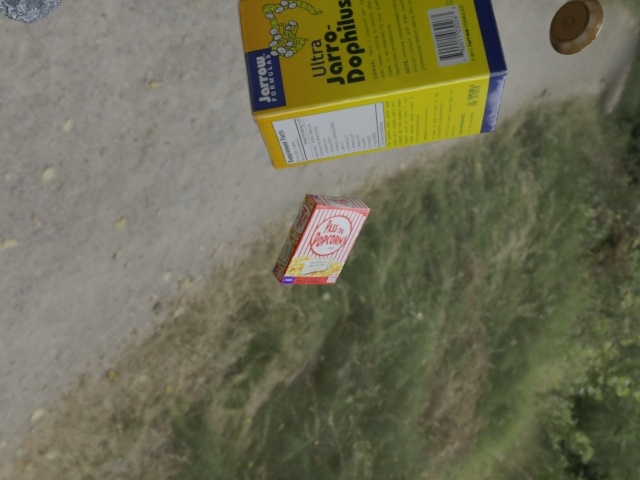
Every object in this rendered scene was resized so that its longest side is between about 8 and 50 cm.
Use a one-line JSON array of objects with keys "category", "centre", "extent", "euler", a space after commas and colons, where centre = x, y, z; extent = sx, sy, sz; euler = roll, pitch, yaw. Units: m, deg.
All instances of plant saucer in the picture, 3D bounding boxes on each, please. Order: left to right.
[{"category": "plant saucer", "centre": [0.338, -0.291, 1.155], "extent": [0.015, 0.083, 0.083], "euler": [16, 111, -39]}]

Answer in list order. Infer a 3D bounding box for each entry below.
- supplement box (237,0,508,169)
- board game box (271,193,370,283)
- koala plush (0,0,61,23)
[{"category": "supplement box", "centre": [0.075, -0.257, 1.283], "extent": [0.194, 0.356, 0.195], "euler": [73, 7, -72]}, {"category": "board game box", "centre": [0.000, 0.000, 1.768], "extent": [0.146, 0.045, 0.193], "euler": [2, 123, -40]}, {"category": "koala plush", "centre": [-0.535, -0.430, 1.352], "extent": [0.203, 0.221, 0.196], "euler": [32, 71, -51]}]
